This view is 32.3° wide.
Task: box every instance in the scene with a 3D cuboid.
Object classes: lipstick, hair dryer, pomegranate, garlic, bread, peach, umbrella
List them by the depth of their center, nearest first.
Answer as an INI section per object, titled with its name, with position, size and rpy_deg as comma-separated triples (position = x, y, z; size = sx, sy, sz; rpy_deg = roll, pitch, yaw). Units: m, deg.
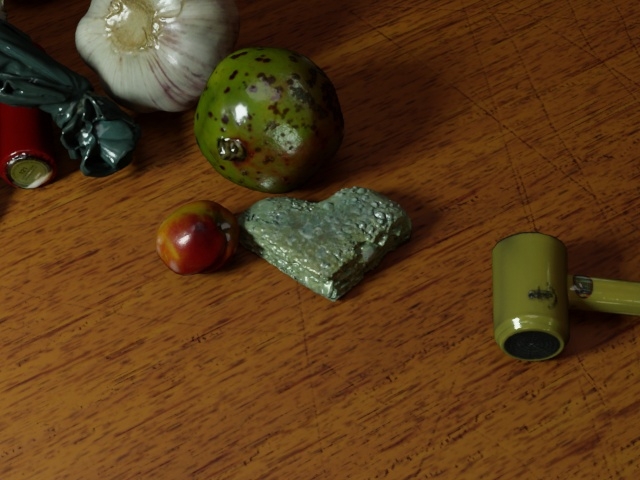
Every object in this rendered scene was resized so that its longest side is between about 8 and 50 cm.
[hair dryer]
position = 0.343, 0.076, 1.307
size = 0.279, 0.090, 0.135
rpy_deg = 5, 52, 1
[peach]
position = -0.157, -0.002, 1.394
size = 0.101, 0.100, 0.100
rpy_deg = -2, 52, 3
[bread]
position = 0.000, 0.000, 1.397
size = 0.232, 0.064, 0.172
rpy_deg = -3, 50, 4
[umbrella]
position = -0.392, -0.214, 1.466
size = 0.094, 0.349, 0.143
rpy_deg = -51, 17, 12
[pomegranate]
position = -0.059, -0.156, 1.469
size = 0.198, 0.246, 0.198
rpy_deg = 0, 88, 15
[lipstick]
position = -0.417, -0.181, 1.558
size = 0.080, 0.080, 0.241
rpy_deg = -11, 53, -4
[garlic]
position = -0.204, -0.301, 1.577
size = 0.245, 0.245, 0.253
rpy_deg = 23, 15, 20

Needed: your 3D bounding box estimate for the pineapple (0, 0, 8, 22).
[pineapple]
position = -0.580, -0.335, 1.600
size = 0.262, 0.262, 0.272
rpy_deg = -21, 20, -12
